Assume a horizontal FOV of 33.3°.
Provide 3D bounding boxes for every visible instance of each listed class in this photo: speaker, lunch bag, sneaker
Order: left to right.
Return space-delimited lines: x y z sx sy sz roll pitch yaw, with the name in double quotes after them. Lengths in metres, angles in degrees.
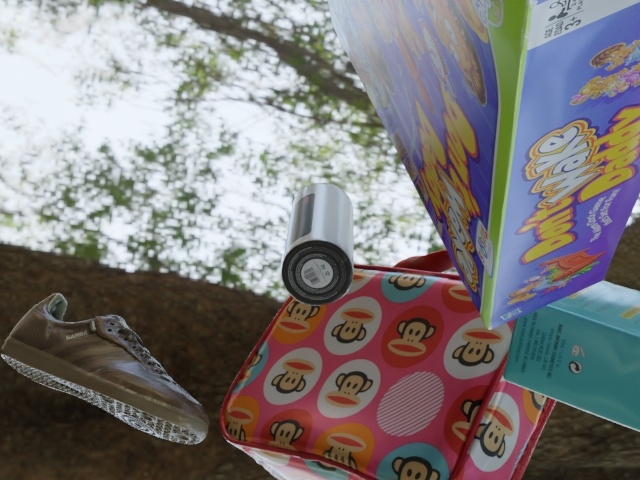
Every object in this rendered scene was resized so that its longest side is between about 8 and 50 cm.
-0.159 0.092 0.824 0.188 0.066 0.071 19 -115 21 "sneaker"
0.000 0.000 0.852 0.136 0.055 0.055 -84 -160 -68 "speaker"
0.070 0.120 0.988 0.293 0.120 0.258 8 -120 44 "lunch bag"

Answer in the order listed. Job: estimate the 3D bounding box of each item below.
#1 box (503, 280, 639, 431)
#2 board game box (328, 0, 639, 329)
0.246 0.088 0.659 0.244 0.100 0.060 18 -72 31 "box"
0.068 -0.120 0.504 0.078 0.347 0.233 -24 -112 -2 "board game box"
